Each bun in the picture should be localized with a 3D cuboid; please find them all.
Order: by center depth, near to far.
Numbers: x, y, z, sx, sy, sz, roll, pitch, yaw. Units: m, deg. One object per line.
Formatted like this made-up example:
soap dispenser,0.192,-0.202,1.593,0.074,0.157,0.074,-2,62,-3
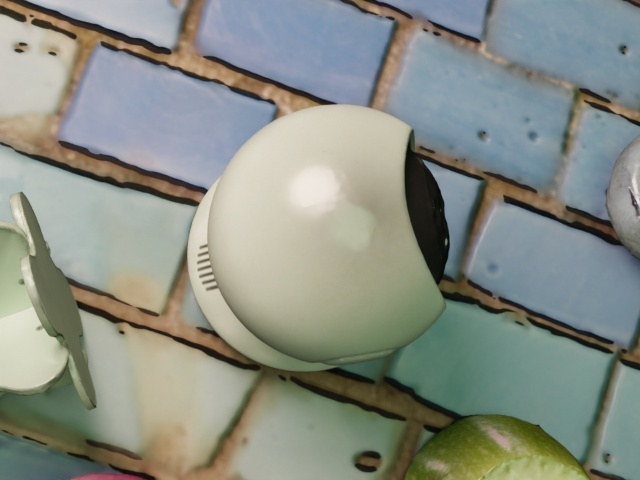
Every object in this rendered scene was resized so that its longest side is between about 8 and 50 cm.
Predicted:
bun,0.320,-0.032,0.907,0.141,0.083,0.141,2,72,-6

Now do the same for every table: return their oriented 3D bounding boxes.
table,-0.282,0.076,0.726,0.198,0.166,0.166,-20,86,-6

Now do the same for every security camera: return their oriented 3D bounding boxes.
security camera,0.000,0.000,0.752,0.195,0.236,0.194,2,79,-10

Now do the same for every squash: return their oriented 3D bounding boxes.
squash,0.151,0.223,0.813,0.170,0.123,0.170,1,80,-6

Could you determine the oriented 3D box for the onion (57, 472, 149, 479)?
onion,-0.153,0.248,0.720,0.177,0.153,0.177,3,100,17
